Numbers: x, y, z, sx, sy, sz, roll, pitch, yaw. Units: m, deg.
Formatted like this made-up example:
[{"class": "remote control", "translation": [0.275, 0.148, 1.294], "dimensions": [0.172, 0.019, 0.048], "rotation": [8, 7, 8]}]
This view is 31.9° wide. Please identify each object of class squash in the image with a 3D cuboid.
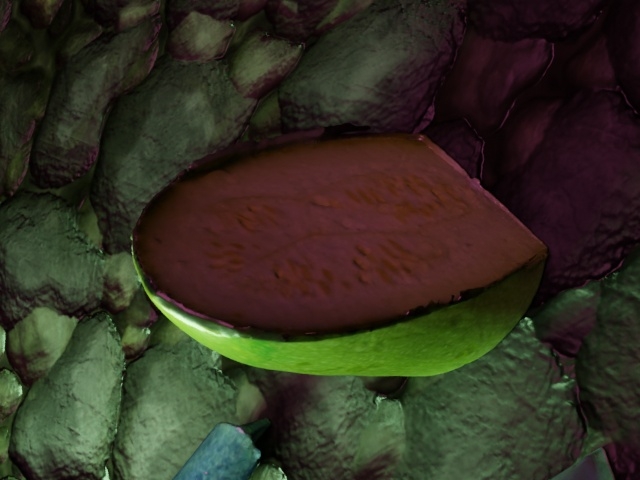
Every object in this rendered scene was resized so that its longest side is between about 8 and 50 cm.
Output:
[{"class": "squash", "translation": [0.000, 0.000, 0.922], "dimensions": [0.210, 0.309, 0.233], "rotation": [-51, 56, 15]}]

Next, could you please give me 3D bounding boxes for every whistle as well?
[{"class": "whistle", "translation": [-0.154, 0.291, 1.122], "dimensions": [0.304, 0.062, 0.062], "rotation": [-51, 56, 15]}]

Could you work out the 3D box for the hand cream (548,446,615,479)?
[{"class": "hand cream", "translation": [0.118, 0.289, 0.919], "dimensions": [0.312, 0.070, 0.111], "rotation": [-39, 37, 21]}]
